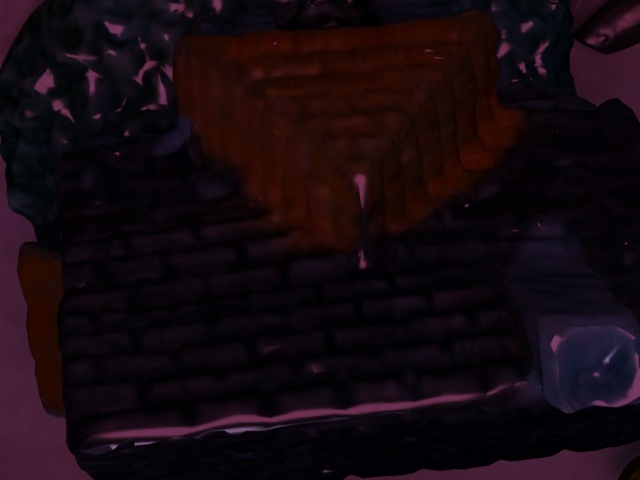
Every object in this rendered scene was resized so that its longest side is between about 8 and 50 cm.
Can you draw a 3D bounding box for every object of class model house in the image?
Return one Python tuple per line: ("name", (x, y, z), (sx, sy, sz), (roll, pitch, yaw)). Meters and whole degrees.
("model house", (0.000, 0.000, 0.565), (0.261, 0.241, 0.225), (-8, 105, -3))

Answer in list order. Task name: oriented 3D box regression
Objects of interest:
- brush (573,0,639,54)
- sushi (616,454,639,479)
("brush", (0.202, -0.137, 0.663), (0.193, 0.016, 0.063), (-31, 102, 2))
("sushi", (0.246, 0.158, 0.668), (0.179, 0.167, 0.296), (29, 107, -30))
